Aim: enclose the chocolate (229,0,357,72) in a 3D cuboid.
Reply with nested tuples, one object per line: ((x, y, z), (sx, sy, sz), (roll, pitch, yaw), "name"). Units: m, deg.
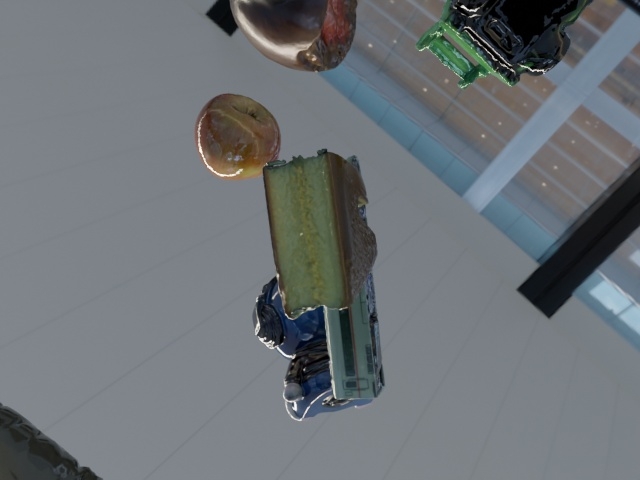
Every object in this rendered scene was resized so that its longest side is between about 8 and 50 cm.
((-0.015, -0.223, 0.505), (0.127, 0.124, 0.133), (40, 172, 33), "chocolate")

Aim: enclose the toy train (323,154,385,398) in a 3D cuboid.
((0.045, 0.058, 0.889), (0.086, 0.088, 0.406), (10, -106, -73), "toy train")

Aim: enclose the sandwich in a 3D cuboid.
((0.000, 0.000, 0.710), (0.128, 0.122, 0.235), (32, -135, -52), "sandwich")

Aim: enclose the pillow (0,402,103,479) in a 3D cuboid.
((-0.169, 0.229, 0.250), (0.326, 0.101, 0.228), (43, -150, -4), "pillow")

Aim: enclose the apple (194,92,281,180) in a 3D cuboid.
((-0.190, -0.232, 1.192), (0.210, 0.164, 0.209), (19, -142, -15), "apple")

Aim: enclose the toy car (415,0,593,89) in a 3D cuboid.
((0.355, -0.438, 0.916), (0.214, 0.358, 0.176), (31, -160, -21), "toy car")

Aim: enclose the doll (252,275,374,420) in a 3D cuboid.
((0.000, 0.192, 1.103), (0.285, 0.240, 0.309), (1, -130, -25), "doll")
